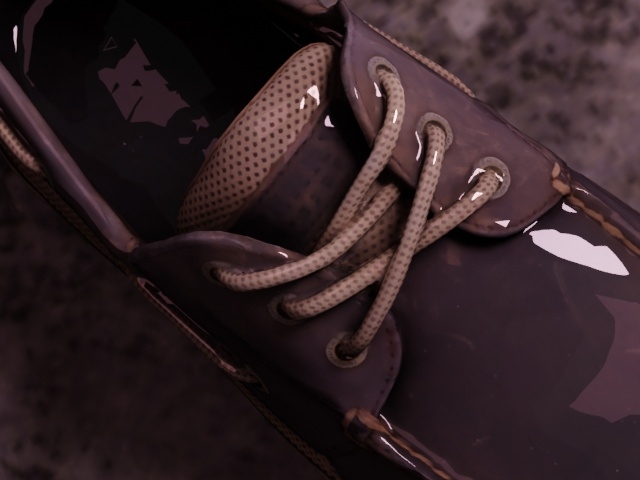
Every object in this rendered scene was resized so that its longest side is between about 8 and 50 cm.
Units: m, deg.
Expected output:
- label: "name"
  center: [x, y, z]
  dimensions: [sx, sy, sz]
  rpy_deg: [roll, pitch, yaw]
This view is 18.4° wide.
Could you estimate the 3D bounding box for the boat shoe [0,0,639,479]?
- label: "boat shoe"
  center: [0.000, 0.000, 0.605]
  dimensions: [0.355, 0.130, 0.132]
  rpy_deg: [33, 89, 25]
